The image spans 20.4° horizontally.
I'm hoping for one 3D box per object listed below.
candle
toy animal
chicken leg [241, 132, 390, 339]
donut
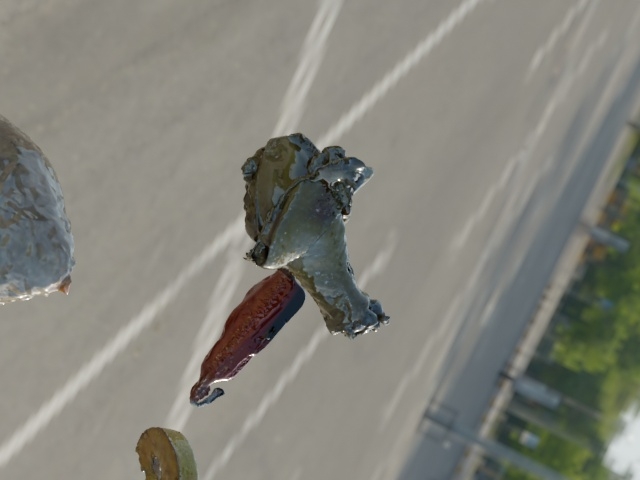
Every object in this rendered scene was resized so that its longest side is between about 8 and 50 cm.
[{"bbox_3d":[-0.077,0.097,1.744,0.162,0.053,0.048,-50,171,-6],"label":"candle"},{"bbox_3d":[-0.395,-0.038,1.844,0.226,0.358,0.188,-51,152,-1],"label":"toy animal"},{"bbox_3d":[-0.008,0.001,1.573,0.080,0.125,0.196,-121,-157,-72],"label":"chicken leg"},{"bbox_3d":[-0.187,0.282,2.196,0.043,0.108,0.097,-7,176,-37],"label":"donut"}]
